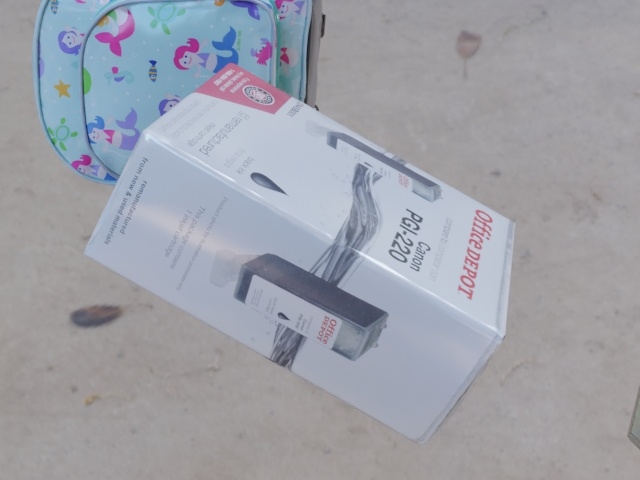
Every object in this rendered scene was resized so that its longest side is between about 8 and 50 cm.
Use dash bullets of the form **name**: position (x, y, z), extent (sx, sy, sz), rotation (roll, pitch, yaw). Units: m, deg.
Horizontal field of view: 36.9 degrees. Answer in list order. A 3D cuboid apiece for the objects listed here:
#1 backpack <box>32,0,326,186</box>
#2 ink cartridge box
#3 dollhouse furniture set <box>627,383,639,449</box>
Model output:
- **backpack**: position (-0.134, -0.150, 0.880), extent (0.254, 0.225, 0.191), rotation (7, 21, 6)
- **ink cartridge box**: position (0.000, 0.000, 0.568), extent (0.218, 0.092, 0.158), rotation (31, 27, -1)
- **dollhouse furniture set**: position (0.422, 0.176, 0.838), extent (0.242, 0.212, 0.161), rotation (10, 8, -2)
